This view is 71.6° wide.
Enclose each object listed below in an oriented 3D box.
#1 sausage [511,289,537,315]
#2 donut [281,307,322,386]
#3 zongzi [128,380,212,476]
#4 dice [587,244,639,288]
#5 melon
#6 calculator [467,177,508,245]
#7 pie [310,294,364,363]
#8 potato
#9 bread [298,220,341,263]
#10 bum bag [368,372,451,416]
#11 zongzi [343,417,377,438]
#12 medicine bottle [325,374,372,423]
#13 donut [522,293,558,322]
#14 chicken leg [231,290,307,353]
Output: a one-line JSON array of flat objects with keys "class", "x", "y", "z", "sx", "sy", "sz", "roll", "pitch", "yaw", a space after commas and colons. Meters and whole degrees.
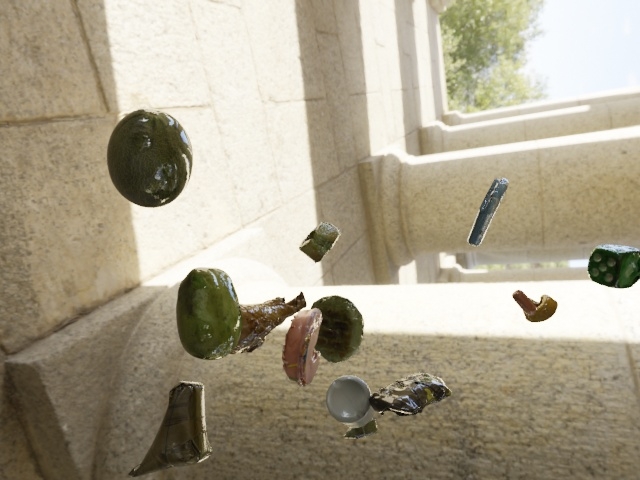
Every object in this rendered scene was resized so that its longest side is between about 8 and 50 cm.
[{"class": "sausage", "x": 0.543, "y": 0.165, "z": 1.182, "sx": 0.083, "sy": 0.034, "sz": 0.034, "roll": 45, "pitch": 39, "yaw": -15}, {"class": "donut", "x": -0.055, "y": 0.323, "z": 1.325, "sx": 0.199, "sy": 0.085, "sz": 0.233, "roll": -48, "pitch": 143, "yaw": -67}, {"class": "zongzi", "x": -0.504, "y": 0.610, "z": 1.449, "sx": 0.123, "sy": 0.289, "sz": 0.260, "roll": 36, "pitch": 40, "yaw": -66}, {"class": "dice", "x": 0.989, "y": 0.085, "z": 1.493, "sx": 0.120, "sy": 0.128, "sz": 0.131, "roll": -147, "pitch": -125, "yaw": -66}, {"class": "melon", "x": -0.487, "y": -0.237, "z": 1.285, "sx": 0.237, "sy": 0.237, "sz": 0.302, "roll": -67, "pitch": -179, "yaw": -46}, {"class": "calculator", "x": 0.426, "y": -0.070, "z": 1.136, "sx": 0.121, "sy": 0.039, "sz": 0.210, "roll": -54, "pitch": 159, "yaw": -24}, {"class": "pie", "x": 0.062, "y": 0.378, "z": 1.922, "sx": 0.071, "sy": 0.306, "sz": 0.306, "roll": 12, "pitch": 75, "yaw": -54}, {"class": "potato", "x": -0.359, "y": 0.233, "z": 1.429, "sx": 0.216, "sy": 0.216, "sz": 0.304, "roll": 30, "pitch": 37, "yaw": -62}, {"class": "bread", "x": 0.000, "y": 0.000, "z": 1.949, "sx": 0.186, "sy": 0.124, "sz": 0.257, "roll": -51, "pitch": 179, "yaw": -5}, {"class": "bum bag", "x": 0.217, "y": 0.351, "z": 1.019, "sx": 0.232, "sy": 0.106, "sz": 0.060, "roll": -5, "pitch": 103, "yaw": -44}, {"class": "zongzi", "x": 0.109, "y": 0.599, "z": 1.397, "sx": 0.109, "sy": 0.119, "sz": 0.055, "roll": 120, "pitch": -45, "yaw": -60}, {"class": "medicine bottle", "x": 0.090, "y": 0.443, "z": 1.191, "sx": 0.352, "sy": 0.110, "sz": 0.110, "roll": 71, "pitch": 24, "yaw": -64}, {"class": "donut", "x": 0.691, "y": 0.213, "z": 1.409, "sx": 0.043, "sy": 0.108, "sz": 0.097, "roll": 45, "pitch": 43, "yaw": -13}, {"class": "chicken leg", "x": -0.233, "y": 0.320, "z": 1.733, "sx": 0.409, "sy": 0.182, "sz": 0.295, "roll": -23, "pitch": 144, "yaw": -32}]
